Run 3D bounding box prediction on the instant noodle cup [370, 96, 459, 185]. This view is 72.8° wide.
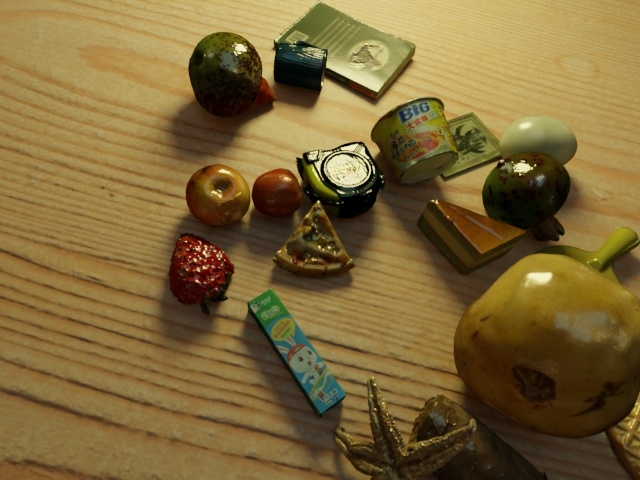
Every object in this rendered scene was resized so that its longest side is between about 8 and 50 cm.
[{"bbox_3d":[0.242,-0.238,1.096,0.205,0.205,0.152,-14,74,-14],"label":"instant noodle cup"}]

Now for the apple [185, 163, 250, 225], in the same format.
[{"bbox_3d":[-0.233,-0.105,0.986,0.147,0.146,0.146,3,61,-6],"label":"apple"}]

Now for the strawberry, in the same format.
[{"bbox_3d":[-0.257,0.056,0.922,0.141,0.085,0.192,5,59,-2],"label":"strawberry"}]

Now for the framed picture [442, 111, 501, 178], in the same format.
[{"bbox_3d":[0.393,-0.274,1.226,0.232,0.010,0.172,-24,67,-19],"label":"framed picture"}]

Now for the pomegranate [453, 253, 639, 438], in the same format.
[{"bbox_3d":[0.421,0.184,0.807,0.333,0.332,0.332,3,61,-6],"label":"pomegranate"}]

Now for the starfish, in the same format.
[{"bbox_3d":[0.123,0.360,0.748,0.295,0.048,0.231,-49,59,18],"label":"starfish"}]

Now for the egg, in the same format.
[{"bbox_3d":[0.583,-0.255,1.161,0.210,0.151,0.151,7,61,-10],"label":"egg"}]

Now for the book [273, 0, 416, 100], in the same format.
[{"bbox_3d":[0.078,-0.600,1.351,0.371,0.043,0.260,32,65,12],"label":"book"}]

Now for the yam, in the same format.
[{"bbox_3d":[0.269,0.394,0.779,0.238,0.128,0.129,38,30,8],"label":"yam"}]

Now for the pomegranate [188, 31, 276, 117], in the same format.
[{"bbox_3d":[-0.219,-0.418,1.144,0.248,0.214,0.214,17,52,-42],"label":"pomegranate"}]

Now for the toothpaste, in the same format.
[{"bbox_3d":[-0.053,0.222,0.874,0.065,0.050,0.266,-31,69,-18],"label":"toothpaste"}]

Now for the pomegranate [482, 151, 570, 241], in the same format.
[{"bbox_3d":[0.504,-0.097,1.050,0.248,0.202,0.202,47,63,-12],"label":"pomegranate"}]

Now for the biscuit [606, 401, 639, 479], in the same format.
[{"bbox_3d":[0.731,0.429,0.867,0.310,0.040,0.204,9,61,-2],"label":"biscuit"}]

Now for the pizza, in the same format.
[{"bbox_3d":[0.000,0.000,0.975,0.185,0.036,0.175,15,88,-6],"label":"pizza"}]

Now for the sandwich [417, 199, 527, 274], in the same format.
[{"bbox_3d":[0.352,-0.030,1.029,0.144,0.117,0.187,-28,66,-23],"label":"sandwich"}]

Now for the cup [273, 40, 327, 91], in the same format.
[{"bbox_3d":[-0.055,-0.502,1.246,0.138,0.113,0.150,11,31,0],"label":"cup"}]

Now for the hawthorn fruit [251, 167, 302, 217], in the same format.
[{"bbox_3d":[-0.102,-0.111,1.017,0.128,0.128,0.127,3,61,-6],"label":"hawthorn fruit"}]

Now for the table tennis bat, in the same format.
[{"bbox_3d":[0.642,0.077,1.046,0.369,0.054,0.224,-35,64,-20],"label":"table tennis bat"}]

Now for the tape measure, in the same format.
[{"bbox_3d":[0.051,-0.140,1.055,0.199,0.112,0.186,-16,57,-9],"label":"tape measure"}]
